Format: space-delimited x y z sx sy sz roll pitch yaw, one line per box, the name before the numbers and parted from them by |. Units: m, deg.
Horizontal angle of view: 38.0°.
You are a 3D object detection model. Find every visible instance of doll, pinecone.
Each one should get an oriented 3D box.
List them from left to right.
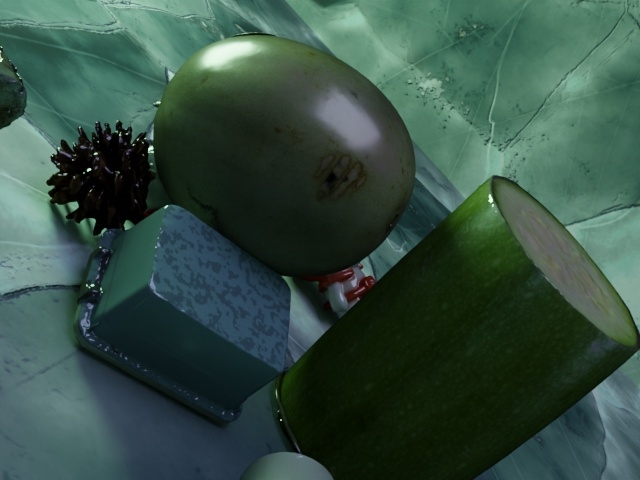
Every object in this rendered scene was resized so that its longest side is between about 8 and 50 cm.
pinecone | -0.252 -0.070 1.075 0.120 0.140 0.140 9 27 -5
doll | -0.213 -0.055 1.205 0.094 0.079 0.180 1 58 -32
doll | 0.000 0.000 1.450 0.291 0.129 0.161 62 24 0

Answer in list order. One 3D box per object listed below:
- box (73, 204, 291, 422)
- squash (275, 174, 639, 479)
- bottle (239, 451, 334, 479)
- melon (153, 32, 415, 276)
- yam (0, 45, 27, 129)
box | -0.141 0.077 1.002 0.227 0.130 0.162 36 37 -28
squash | 0.154 0.146 1.115 0.263 0.384 0.263 38 23 -19
bottle | -0.035 0.301 0.822 0.104 0.104 0.245 41 20 -16
melon | -0.055 -0.100 1.099 0.330 0.269 0.268 31 16 13
yam | -0.410 -0.198 0.951 0.254 0.154 0.154 51 19 25
